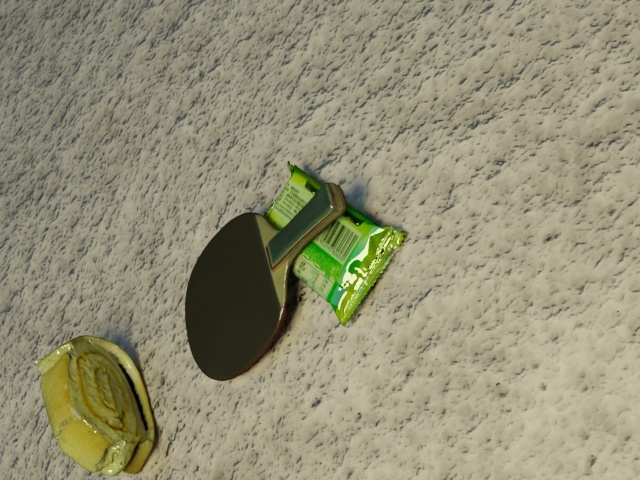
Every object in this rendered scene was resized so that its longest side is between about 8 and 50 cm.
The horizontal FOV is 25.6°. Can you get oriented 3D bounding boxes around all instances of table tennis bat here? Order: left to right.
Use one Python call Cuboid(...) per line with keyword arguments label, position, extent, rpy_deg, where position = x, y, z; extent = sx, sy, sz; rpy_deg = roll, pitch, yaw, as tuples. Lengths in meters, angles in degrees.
Cuboid(label="table tennis bat", position=(-0.059, 0.032, 1.374), extent=(0.274, 0.021, 0.154), rpy_deg=(-44, 50, 40))

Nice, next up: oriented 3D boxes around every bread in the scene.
Cuboid(label="bread", position=(-0.230, 0.172, 1.449), extent=(0.064, 0.117, 0.156), rpy_deg=(-40, 48, 24))

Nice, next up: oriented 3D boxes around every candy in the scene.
Cuboid(label="candy", position=(0.001, 0.000, 1.354), extent=(0.178, 0.032, 0.102), rpy_deg=(37, 103, 47))
